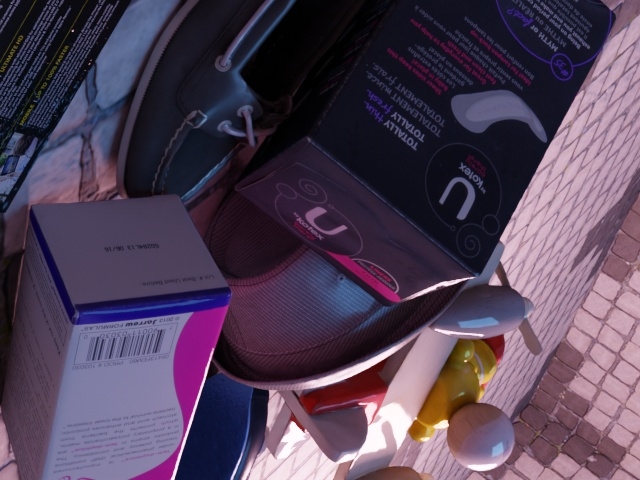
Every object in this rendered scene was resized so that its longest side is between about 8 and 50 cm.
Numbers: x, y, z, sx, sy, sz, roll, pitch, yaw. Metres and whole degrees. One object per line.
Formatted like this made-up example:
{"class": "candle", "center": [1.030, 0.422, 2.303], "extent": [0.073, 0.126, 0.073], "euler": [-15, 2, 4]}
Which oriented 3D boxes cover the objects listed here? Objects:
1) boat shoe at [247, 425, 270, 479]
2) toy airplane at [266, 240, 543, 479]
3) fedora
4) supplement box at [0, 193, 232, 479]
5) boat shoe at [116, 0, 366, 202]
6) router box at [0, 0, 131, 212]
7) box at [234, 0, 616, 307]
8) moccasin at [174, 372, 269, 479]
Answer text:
{"class": "boat shoe", "center": [-0.089, 0.266, 1.457], "extent": [0.035, 0.035, 0.100], "euler": [-77, -173, -63]}
{"class": "toy airplane", "center": [0.121, 0.199, 1.461], "extent": [0.384, 0.272, 0.386], "euler": [-49, 160, -13]}
{"class": "fedora", "center": [0.000, 0.000, 1.003], "extent": [0.275, 0.243, 0.124], "euler": [-38, 127, -18]}
{"class": "supplement box", "center": [-0.155, 0.086, 0.826], "extent": [0.111, 0.114, 0.220], "euler": [-5, 133, -30]}
{"class": "boat shoe", "center": [-0.029, -0.149, 0.800], "extent": [0.335, 0.095, 0.112], "euler": [-58, 160, 10]}
{"class": "router box", "center": [-0.177, -0.105, 0.607], "extent": [0.179, 0.046, 0.133], "euler": [-57, 160, 7]}
{"class": "box", "center": [0.084, -0.109, 0.891], "extent": [0.270, 0.165, 0.143], "euler": [-58, -165, -26]}
{"class": "moccasin", "center": [-0.135, 0.299, 1.246], "extent": [0.342, 0.137, 0.117], "euler": [-58, 165, 13]}
